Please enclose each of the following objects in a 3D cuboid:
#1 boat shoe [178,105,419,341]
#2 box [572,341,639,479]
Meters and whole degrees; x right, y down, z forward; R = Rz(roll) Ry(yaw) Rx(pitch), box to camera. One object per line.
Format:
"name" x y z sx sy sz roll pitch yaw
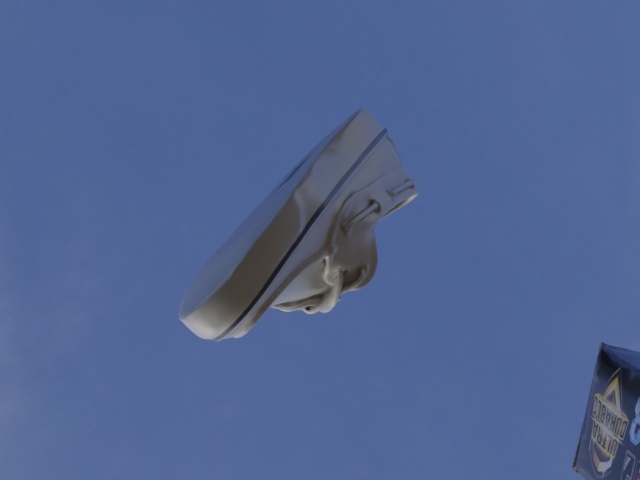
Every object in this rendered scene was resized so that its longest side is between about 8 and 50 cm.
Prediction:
"boat shoe" 0.000 0.000 1.254 0.084 0.095 0.258 47 -140 -6
"box" 0.275 0.118 0.778 0.293 0.295 0.073 9 -86 -7
